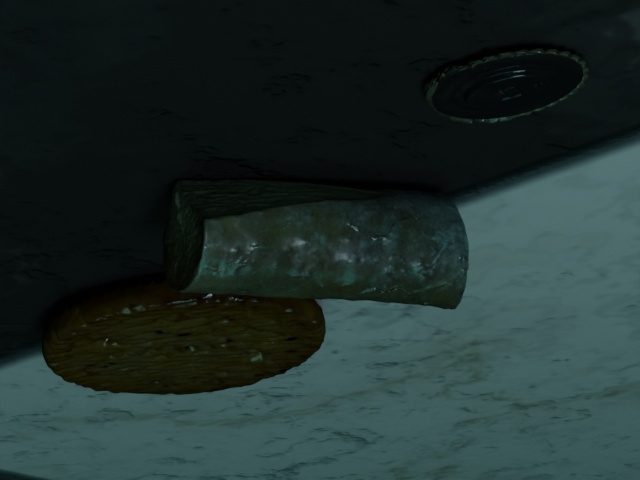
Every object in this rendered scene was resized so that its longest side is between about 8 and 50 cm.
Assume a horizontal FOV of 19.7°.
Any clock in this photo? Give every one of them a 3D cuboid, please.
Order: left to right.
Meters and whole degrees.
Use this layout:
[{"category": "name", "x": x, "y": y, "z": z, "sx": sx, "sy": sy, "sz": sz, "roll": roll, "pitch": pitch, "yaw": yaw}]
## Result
[{"category": "clock", "x": 0.095, "y": -0.078, "z": 0.928, "sx": 0.083, "sy": 0.010, "sz": 0.074, "roll": -16, "pitch": 156, "yaw": 23}]

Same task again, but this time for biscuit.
[{"category": "biscuit", "x": -0.088, "y": 0.062, "z": 1.209, "sx": 0.188, "sy": 0.027, "sz": 0.188, "roll": -6, "pitch": 157, "yaw": -2}]

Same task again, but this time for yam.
[{"category": "yam", "x": 0.000, "y": 0.000, "z": 1.026, "sx": 0.169, "sy": 0.068, "sz": 0.068, "roll": 5, "pitch": 156, "yaw": -22}]
